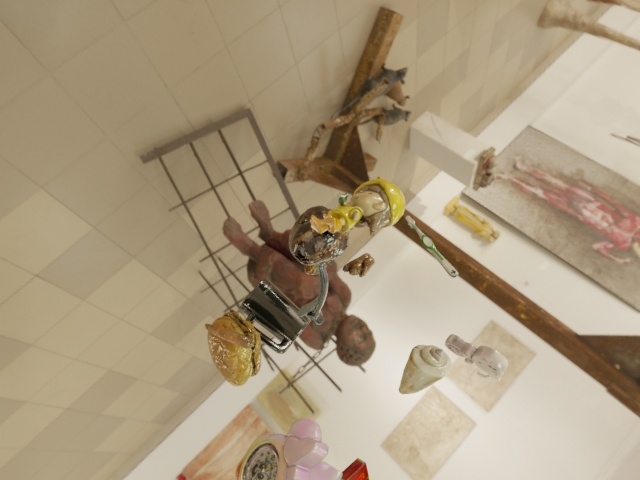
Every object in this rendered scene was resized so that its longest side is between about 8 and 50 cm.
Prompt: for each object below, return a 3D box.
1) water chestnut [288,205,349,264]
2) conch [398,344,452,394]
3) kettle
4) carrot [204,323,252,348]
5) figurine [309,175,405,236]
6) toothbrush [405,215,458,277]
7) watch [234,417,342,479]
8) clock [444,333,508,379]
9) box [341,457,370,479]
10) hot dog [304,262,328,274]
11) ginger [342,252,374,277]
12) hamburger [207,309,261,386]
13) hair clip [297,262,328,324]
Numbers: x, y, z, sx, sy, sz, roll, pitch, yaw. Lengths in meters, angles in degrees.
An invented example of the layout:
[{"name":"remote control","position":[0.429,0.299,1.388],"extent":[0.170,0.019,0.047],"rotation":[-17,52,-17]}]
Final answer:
[{"name":"water chestnut","position":[0.000,0.000,1.895],"extent":[0.300,0.300,0.300],"rotation":[-36,150,-24]},{"name":"conch","position":[0.328,0.425,1.419],"extent":[0.255,0.127,0.158],"rotation":[-49,173,34]},{"name":"kettle","position":[-0.219,0.356,2.026],"extent":[0.203,0.308,0.262],"rotation":[-51,175,7]},{"name":"carrot","position":[-0.341,0.350,1.562],"extent":[0.047,0.191,0.047],"rotation":[20,90,-90]},{"name":"figurine","position":[0.139,-0.106,1.500],"extent":[0.343,0.215,0.187],"rotation":[-21,116,-28]},{"name":"toothbrush","position":[0.331,0.012,1.290],"extent":[0.030,0.304,0.030],"rotation":[-10,127,-13]},{"name":"watch","position":[-0.041,0.523,0.926],"extent":[0.217,0.248,0.211],"rotation":[43,45,-33]},{"name":"clock","position":[0.323,0.242,0.884],"extent":[0.041,0.129,0.087],"rotation":[-49,136,-22]},{"name":"box","position":[0.134,0.922,1.575],"extent":[0.112,0.048,0.175],"rotation":[-24,107,-37]},{"name":"hot dog","position":[-0.006,0.065,2.083],"extent":[0.160,0.099,0.227],"rotation":[48,56,-73]},{"name":"ginger","position":[0.192,0.126,2.017],"extent":[0.162,0.103,0.073],"rotation":[-27,115,-16]},{"name":"hamburger","position":[-0.372,0.452,1.812],"extent":[0.158,0.318,0.319],"rotation":[-14,137,-40]},{"name":"hair clip","position":[-0.005,0.152,1.218],"extent":[0.275,0.083,0.048],"rotation":[107,11,-48]}]
